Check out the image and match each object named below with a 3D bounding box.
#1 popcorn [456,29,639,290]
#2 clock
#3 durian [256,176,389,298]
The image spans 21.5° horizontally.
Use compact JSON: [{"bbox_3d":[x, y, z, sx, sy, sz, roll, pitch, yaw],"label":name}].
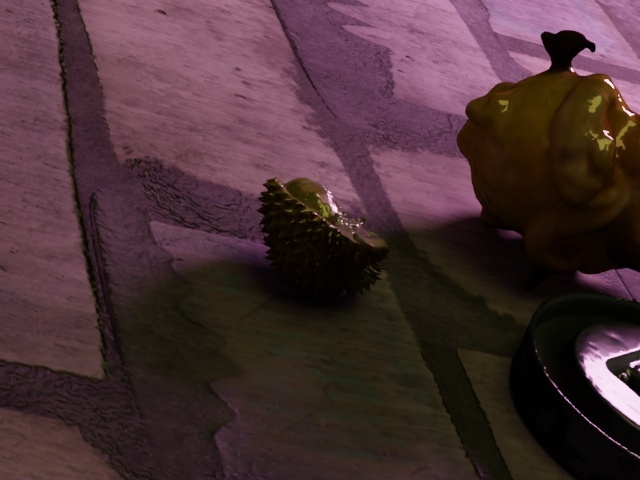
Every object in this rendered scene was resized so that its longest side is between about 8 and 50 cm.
[{"bbox_3d":[0.296,-0.064,1.876,0.316,0.281,0.297,28,-5,11],"label":"popcorn"},{"bbox_3d":[0.343,0.172,1.702,0.319,0.066,0.319,19,29,-11],"label":"clock"},{"bbox_3d":[0.000,0.000,1.701,0.146,0.102,0.208,40,8,21],"label":"durian"}]
